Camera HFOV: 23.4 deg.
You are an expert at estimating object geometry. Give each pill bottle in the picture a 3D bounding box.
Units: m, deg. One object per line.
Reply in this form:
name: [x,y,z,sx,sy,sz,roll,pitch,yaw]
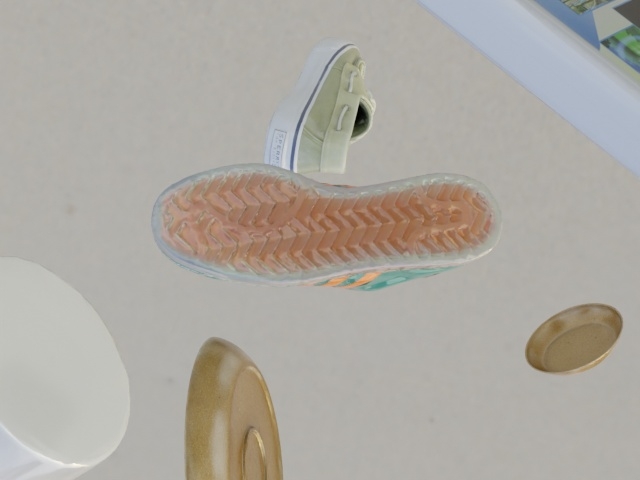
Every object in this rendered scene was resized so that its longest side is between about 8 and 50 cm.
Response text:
pill bottle: [-0.256,0.132,0.880,0.301,0.169,0.169,-32,128,28]

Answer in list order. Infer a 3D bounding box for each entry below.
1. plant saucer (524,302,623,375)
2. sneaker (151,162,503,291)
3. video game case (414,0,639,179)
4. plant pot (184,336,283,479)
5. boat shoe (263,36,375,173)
plant saucer: [0.204,0.082,1.232,0.083,0.083,0.015,-8,124,36]
sneaker: [0.000,0.000,1.351,0.302,0.108,0.121,1,164,-11]
video game case: [0.194,-0.104,0.749,0.329,0.300,0.036,42,128,16]
plant pot: [-0.068,0.199,1.324,0.032,0.236,0.236,-6,145,12]
boat shoe: [0.014,-0.144,1.763,0.094,0.302,0.109,15,121,7]
